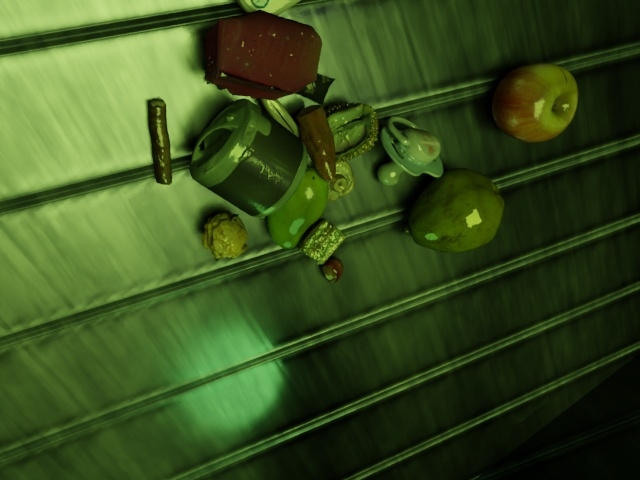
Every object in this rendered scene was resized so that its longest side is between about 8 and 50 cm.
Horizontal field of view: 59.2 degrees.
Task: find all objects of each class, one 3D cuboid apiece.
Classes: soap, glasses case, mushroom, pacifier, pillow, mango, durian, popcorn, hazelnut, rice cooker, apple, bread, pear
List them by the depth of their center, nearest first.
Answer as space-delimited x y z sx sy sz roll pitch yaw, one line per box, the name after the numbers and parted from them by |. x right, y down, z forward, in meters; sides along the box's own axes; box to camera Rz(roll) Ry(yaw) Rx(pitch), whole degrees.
-0.145 -0.492 1.520 0.325 0.127 0.220 5 90 -36 | soap
-0.208 -0.231 1.581 0.277 0.288 0.288 32 95 -31 | rice cooker
-0.117 -0.364 1.676 0.051 0.081 0.204 -41 120 -2 | glasses case
-0.035 -0.468 1.689 0.150 0.048 0.090 15 97 -30 | pillow
-0.287 -0.014 1.699 0.152 0.167 0.148 -39 86 16 | popcorn
-0.079 -0.104 1.742 0.143 0.175 0.293 -26 149 -50 | mango
0.071 -0.330 1.751 0.138 0.237 0.193 4 91 -70 | durian
0.044 -0.195 1.803 0.148 0.112 0.148 -10 122 -16 | mushroom
0.000 0.000 1.823 0.102 0.196 0.138 40 92 -5 | bread
0.266 -0.274 1.854 0.287 0.238 0.226 -7 149 -50 | pacifier
0.734 -0.476 1.940 0.286 0.233 0.286 -10 112 -25 | apple
0.043 0.099 1.950 0.086 0.086 0.086 -9 114 -22 | hazelnut
0.453 -0.089 1.952 0.375 0.287 0.287 -20 121 10 | pear

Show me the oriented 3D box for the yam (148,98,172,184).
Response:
-0.447 -0.273 1.573 0.057 0.057 0.241 -8 114 -22 | yam

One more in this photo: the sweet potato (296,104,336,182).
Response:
-0.007 -0.287 1.655 0.097 0.097 0.251 -11 81 -21 | sweet potato

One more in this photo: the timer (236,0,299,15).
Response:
-0.148 -0.742 1.500 0.237 0.087 0.262 -36 122 -7 | timer

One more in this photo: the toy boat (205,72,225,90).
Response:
-0.242 -0.513 1.569 0.210 0.066 0.084 -59 155 -4 | toy boat
